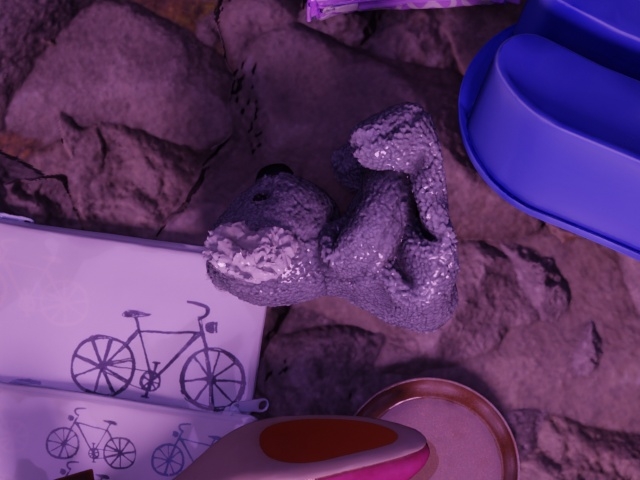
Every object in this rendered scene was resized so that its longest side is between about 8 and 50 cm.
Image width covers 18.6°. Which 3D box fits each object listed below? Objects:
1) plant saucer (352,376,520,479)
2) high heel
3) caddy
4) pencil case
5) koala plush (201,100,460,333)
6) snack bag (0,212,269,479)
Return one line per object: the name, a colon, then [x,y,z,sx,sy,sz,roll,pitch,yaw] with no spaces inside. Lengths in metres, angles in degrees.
plant saucer: [0.099,0.211,1.798,0.168,0.029,0.168,-1,81,7]
high heel: [-0.079,0.272,1.761,0.377,0.127,0.181,-10,112,1]
caddy: [0.293,-0.111,1.758,0.341,0.179,0.241,24,60,10]
pencil case: [0.082,-0.254,1.848,0.206,0.086,0.088,-6,46,7]
koala plush: [0.000,0.000,1.756,0.221,0.196,0.203,-11,86,-7]
snack bag: [-0.211,0.149,1.843,0.323,0.037,0.342,8,81,9]
